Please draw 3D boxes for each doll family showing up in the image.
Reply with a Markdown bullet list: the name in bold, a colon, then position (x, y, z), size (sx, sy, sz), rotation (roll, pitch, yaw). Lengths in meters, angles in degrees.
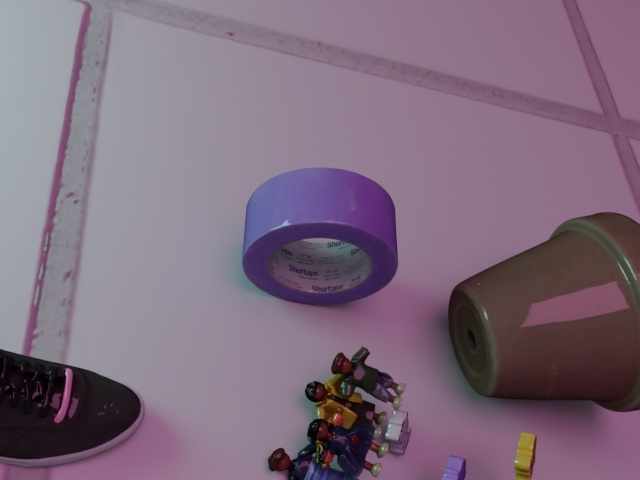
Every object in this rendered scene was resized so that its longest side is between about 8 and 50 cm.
- **doll family**: position (0.016, 0.215, 0.809), size (0.111, 0.076, 0.193), rotation (29, 54, -11)

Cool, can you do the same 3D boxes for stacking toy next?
- **stacking toy**: position (0.134, 0.295, 0.769), size (0.166, 0.052, 0.221), rotation (6, 48, 23)

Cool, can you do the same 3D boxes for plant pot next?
- **plant pot**: position (0.300, 0.111, 0.925), size (0.229, 0.263, 0.263), rotation (-11, 63, -10)

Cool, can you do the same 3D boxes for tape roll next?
- **tape roll**: position (0.000, 0.000, 0.868), size (0.189, 0.189, 0.080), rotation (13, 55, -17)

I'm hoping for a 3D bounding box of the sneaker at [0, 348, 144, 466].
- **sneaker**: position (-0.305, 0.135, 0.664), size (0.295, 0.147, 0.105), rotation (13, 53, -19)
